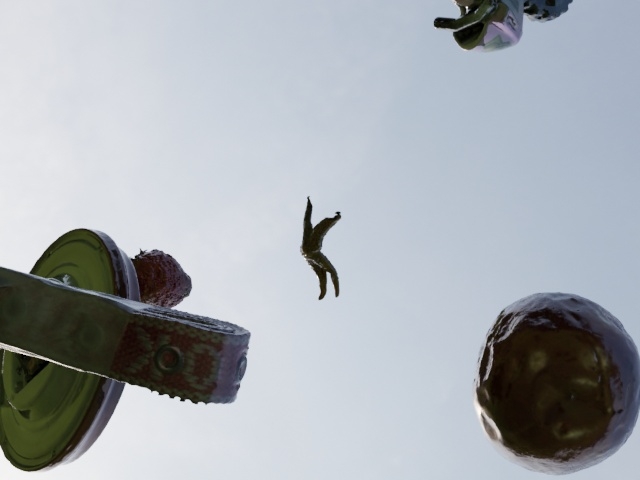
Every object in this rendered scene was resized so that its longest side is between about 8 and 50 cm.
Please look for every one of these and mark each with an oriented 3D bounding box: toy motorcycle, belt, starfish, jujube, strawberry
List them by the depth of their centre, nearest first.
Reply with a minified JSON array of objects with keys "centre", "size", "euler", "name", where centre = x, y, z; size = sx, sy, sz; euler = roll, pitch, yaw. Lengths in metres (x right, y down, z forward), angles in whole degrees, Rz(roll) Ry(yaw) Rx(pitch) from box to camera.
[{"centre":[-0.157,0.049,0.665],"size":[0.232,0.071,0.053],"euler":[15,-87,3],"name":"belt"},{"centre":[0.167,-0.353,1.312],"size":[0.327,0.188,0.143],"euler":[39,-18,-21],"name":"toy motorcycle"},{"centre":[0.290,0.176,1.399],"size":[0.223,0.318,0.223],"euler":[0,-89,1],"name":"jujube"},{"centre":[-0.006,0.000,1.423],"size":[0.133,0.041,0.130],"euler":[64,-25,24],"name":"starfish"},{"centre":[-0.240,0.061,1.626],"size":[0.106,0.106,0.106],"euler":[11,-74,40],"name":"strawberry"}]

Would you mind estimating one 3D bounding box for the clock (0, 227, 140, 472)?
[{"centre":[-0.339,0.136,1.404],"size":[0.318,0.080,0.318],"euler":[-28,-128,44],"name":"clock"}]
